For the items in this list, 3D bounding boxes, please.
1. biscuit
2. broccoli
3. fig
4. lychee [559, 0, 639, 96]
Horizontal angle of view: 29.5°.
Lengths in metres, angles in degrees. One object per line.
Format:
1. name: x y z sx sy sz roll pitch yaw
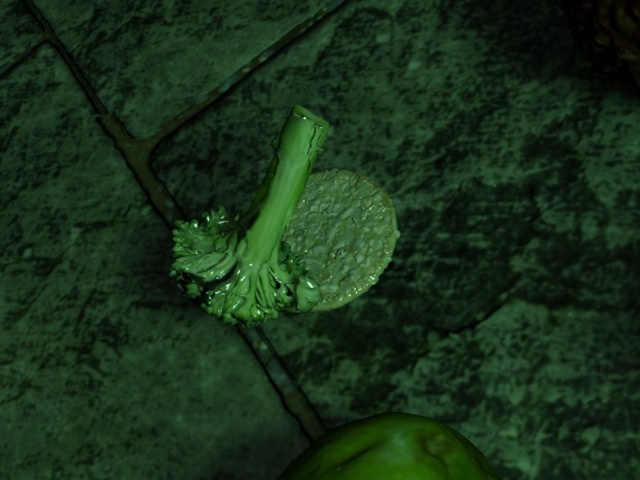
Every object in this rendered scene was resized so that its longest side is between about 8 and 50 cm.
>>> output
1. biscuit: 0.000 0.000 1.105 0.152 0.020 0.152 -11 57 18
2. broccoli: -0.046 -0.022 1.027 0.204 0.118 0.122 -60 39 27
3. fig: 0.001 0.241 0.864 0.275 0.206 0.206 -23 51 27
4. lychee: 0.335 -0.219 0.958 0.267 0.267 0.268 -12 55 18
